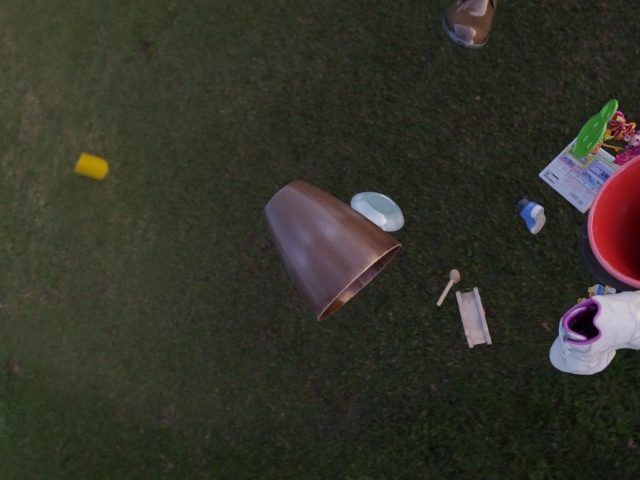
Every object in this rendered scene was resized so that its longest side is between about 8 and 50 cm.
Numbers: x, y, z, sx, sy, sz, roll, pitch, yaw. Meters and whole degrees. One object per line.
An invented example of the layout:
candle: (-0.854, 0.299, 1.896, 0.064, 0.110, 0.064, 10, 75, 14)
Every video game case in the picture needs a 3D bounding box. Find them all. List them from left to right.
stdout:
video game case: (0.879, -0.227, 1.864, 0.193, 0.023, 0.212, -48, 49, 17)

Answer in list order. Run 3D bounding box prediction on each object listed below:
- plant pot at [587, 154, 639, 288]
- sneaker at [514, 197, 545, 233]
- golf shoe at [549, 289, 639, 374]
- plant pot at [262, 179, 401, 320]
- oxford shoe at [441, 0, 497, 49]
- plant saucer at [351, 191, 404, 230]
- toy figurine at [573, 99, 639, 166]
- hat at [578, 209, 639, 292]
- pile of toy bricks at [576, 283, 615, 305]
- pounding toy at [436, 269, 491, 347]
plant pot: (0.681, -0.004, 1.032, 0.275, 0.243, 0.275, -27, 51, 38)
sneaker: (0.667, -0.083, 1.776, 0.058, 0.152, 0.084, -45, 56, -3)
golf shoe: (0.483, 0.165, 1.012, 0.306, 0.140, 0.115, 107, 167, -59)
plant pot: (0.000, 0.000, 1.081, 0.230, 0.215, 0.215, 47, 110, 12)
oxford shoe: (0.260, -0.403, 0.928, 0.096, 0.082, 0.227, 110, 180, -53)
plant saucer: (0.197, -0.110, 1.850, 0.195, 0.195, 0.037, 53, 137, 32)
toy figurine: (0.804, -0.270, 1.490, 0.130, 0.159, 0.173, -74, 8, -55)
hat: (0.902, -0.006, 1.536, 0.331, 0.134, 0.331, 10, 109, 30)
pile of toy bricks: (0.863, 0.236, 1.803, 0.105, 0.118, 0.212, -7, 62, 67)
pounding toy: (0.507, 0.252, 1.991, 0.154, 0.154, 0.270, -14, 59, 14)
